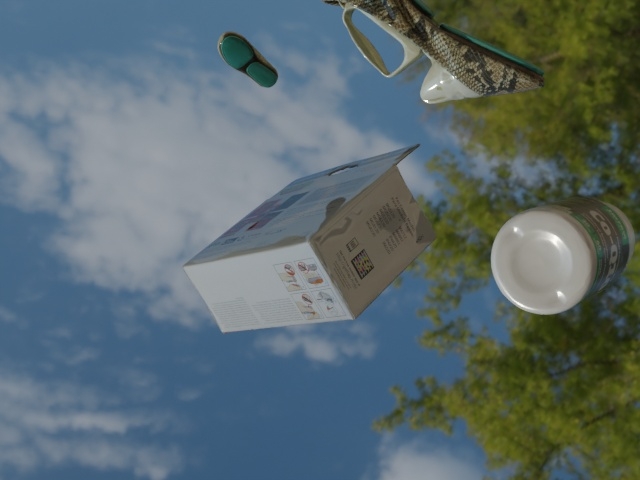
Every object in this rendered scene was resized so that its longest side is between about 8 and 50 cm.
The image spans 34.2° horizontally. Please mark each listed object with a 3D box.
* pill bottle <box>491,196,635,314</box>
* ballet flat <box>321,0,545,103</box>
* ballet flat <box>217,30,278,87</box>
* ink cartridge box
[{"bbox_3d":[0.495,0.019,2.066,0.204,0.204,0.361,35,-157,22],"label":"pill bottle"},{"bbox_3d":[0.196,-0.376,1.994,0.482,0.182,0.164,39,-164,16],"label":"ballet flat"},{"bbox_3d":[-0.137,-0.329,1.861,0.168,0.057,0.052,41,-164,-51],"label":"ballet flat"},{"bbox_3d":[0.000,0.000,1.521,0.272,0.309,0.130,-42,-71,-36],"label":"ink cartridge box"}]
